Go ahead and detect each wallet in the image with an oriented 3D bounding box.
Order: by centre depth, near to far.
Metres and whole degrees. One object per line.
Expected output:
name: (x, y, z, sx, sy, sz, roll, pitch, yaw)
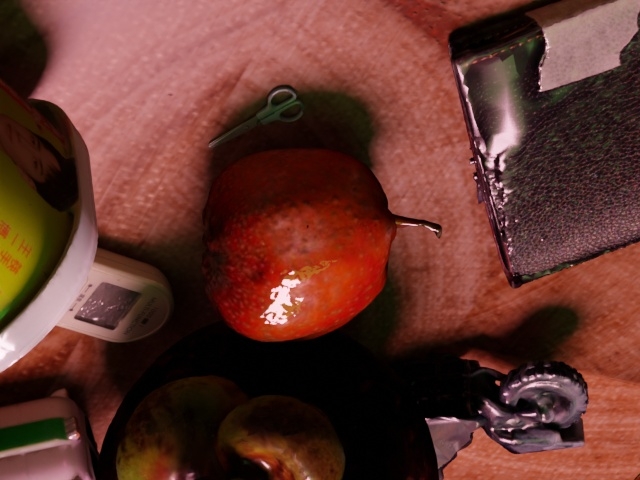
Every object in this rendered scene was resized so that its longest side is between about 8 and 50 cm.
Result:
wallet: (0.231, -0.090, 1.426, 0.221, 0.071, 0.262, -18, 130, 1)

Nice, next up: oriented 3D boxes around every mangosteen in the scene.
mangosteen: (-0.047, 0.204, 1.442, 0.311, 0.311, 0.311, -9, 136, -9)

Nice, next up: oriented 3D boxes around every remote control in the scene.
remote control: (-0.219, 0.029, 1.415, 0.221, 0.042, 0.078, 19, 125, -34)

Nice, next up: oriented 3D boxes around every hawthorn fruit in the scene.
hawthorn fruit: (0.000, 0.000, 1.374, 0.194, 0.157, 0.157, -10, 136, -4)

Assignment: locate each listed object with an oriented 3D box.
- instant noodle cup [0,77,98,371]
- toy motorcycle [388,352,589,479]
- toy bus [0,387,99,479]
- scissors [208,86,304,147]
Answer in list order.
instant noodle cup: (-0.341, -0.064, 1.140, 0.294, 0.294, 0.308, -30, 129, 12)
toy motorcycle: (0.116, 0.180, 1.622, 0.270, 0.106, 0.159, -5, 133, 8)
toy bus: (-0.336, 0.248, 1.526, 0.305, 0.143, 0.179, -11, 134, -6)
scissors: (-0.053, -0.093, 1.369, 0.083, 0.006, 0.036, -27, 134, 10)
